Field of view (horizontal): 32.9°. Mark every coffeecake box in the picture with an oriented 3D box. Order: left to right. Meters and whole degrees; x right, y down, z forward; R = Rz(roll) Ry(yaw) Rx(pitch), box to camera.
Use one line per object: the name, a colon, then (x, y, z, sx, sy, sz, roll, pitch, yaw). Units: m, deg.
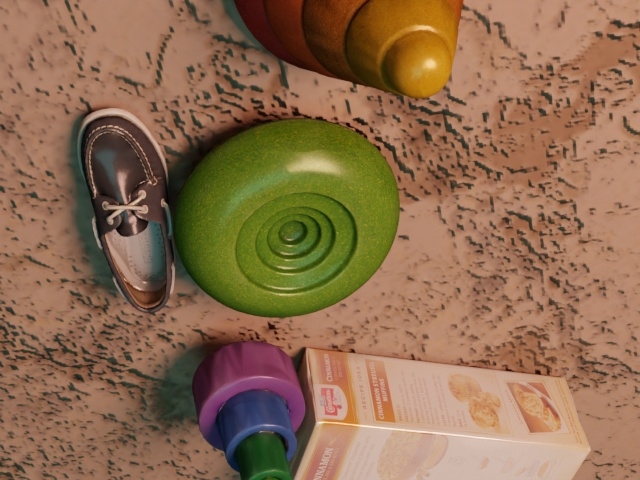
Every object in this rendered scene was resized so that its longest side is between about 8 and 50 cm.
coffeecake box: (0.064, 0.154, 0.736, 0.186, 0.068, 0.142, 8, 128, -14)

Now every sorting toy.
sorting toy: (0.000, 0.000, 0.545, 0.127, 0.126, 0.365, 4, 124, -18)

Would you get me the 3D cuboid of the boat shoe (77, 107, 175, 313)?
boat shoe: (-0.104, -0.013, 0.593, 0.046, 0.038, 0.125, -7, 130, -5)
